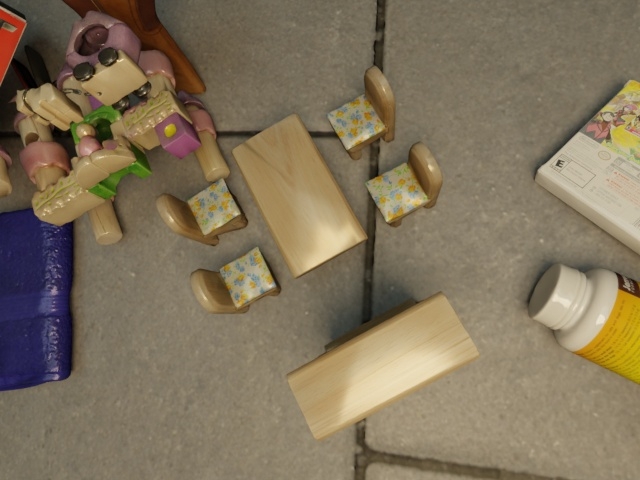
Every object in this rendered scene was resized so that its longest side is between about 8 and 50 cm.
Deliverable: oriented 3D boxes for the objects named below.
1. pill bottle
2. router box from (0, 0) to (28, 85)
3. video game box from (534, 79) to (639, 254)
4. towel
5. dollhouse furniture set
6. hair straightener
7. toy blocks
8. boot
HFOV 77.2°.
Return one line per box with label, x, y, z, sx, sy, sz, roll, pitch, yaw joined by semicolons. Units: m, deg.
pill bottle;0.389;0.111;0.508;0.214;0.117;0.117;26;85;13
router box;-0.590;-0.255;0.662;0.335;0.082;0.301;38;101;46
video game box;0.447;-0.095;0.551;0.187;0.048;0.205;-45;65;5
towel;-0.542;0.103;0.709;0.227;0.076;0.308;-7;78;2
dollhouse furniture set;0.000;0.000;0.528;0.362;0.256;0.394;-29;76;4
hair straightener;-0.529;-0.299;0.783;0.089;0.047;0.230;-35;70;2
toy blocks;-0.342;-0.195;0.600;0.288;0.309;0.260;-29;72;4
boot;-0.252;-0.330;0.620;0.264;0.280;0.096;-2;62;11
